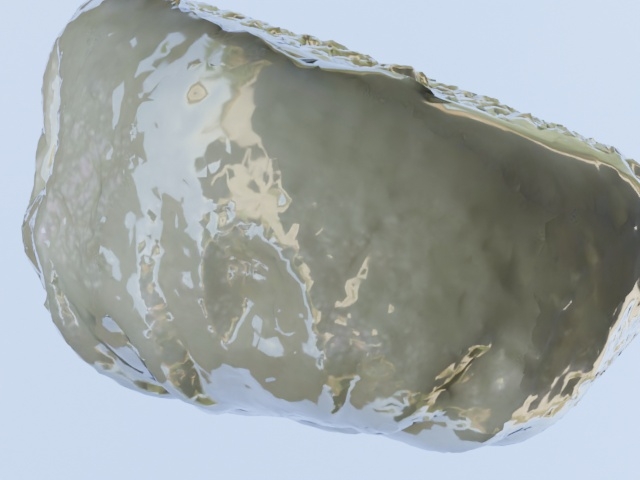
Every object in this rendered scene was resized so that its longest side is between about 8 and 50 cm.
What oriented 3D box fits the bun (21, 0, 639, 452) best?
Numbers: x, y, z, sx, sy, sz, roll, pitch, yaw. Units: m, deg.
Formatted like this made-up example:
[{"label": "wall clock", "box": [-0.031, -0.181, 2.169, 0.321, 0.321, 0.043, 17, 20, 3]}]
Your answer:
[{"label": "bun", "box": [0.000, 0.000, 1.061, 0.360, 0.360, 0.211, 8, -78, -55]}]
